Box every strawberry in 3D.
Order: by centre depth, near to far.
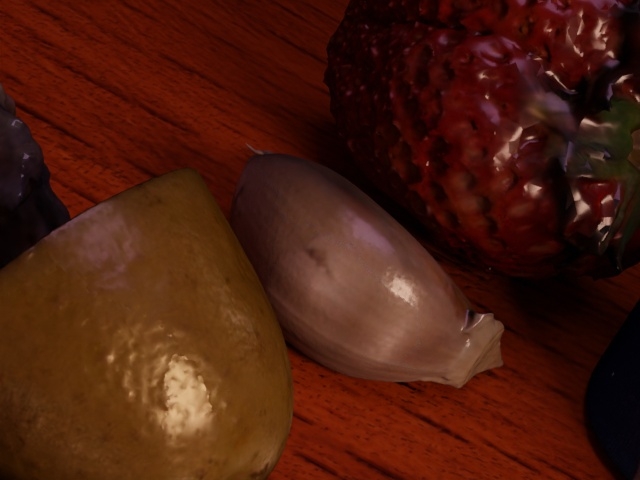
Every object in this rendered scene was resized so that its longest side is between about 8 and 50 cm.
[{"bbox_3d":[0.134,-0.102,1.009,0.288,0.250,0.238,14,-12,34],"label":"strawberry"}]

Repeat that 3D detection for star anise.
[{"bbox_3d":[-0.225,-0.088,0.796,0.093,0.229,0.236,-29,35,-7],"label":"star anise"}]

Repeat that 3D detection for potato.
[{"bbox_3d":[-0.092,0.073,0.680,0.158,0.178,0.203,51,13,9],"label":"potato"}]

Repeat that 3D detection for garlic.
[{"bbox_3d":[-0.003,-0.004,0.902,0.128,0.148,0.266,-32,63,-12],"label":"garlic"}]

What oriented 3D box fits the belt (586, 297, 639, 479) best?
[{"bbox_3d":[0.333,0.090,0.980,0.212,0.117,0.347,39,33,19],"label":"belt"}]
